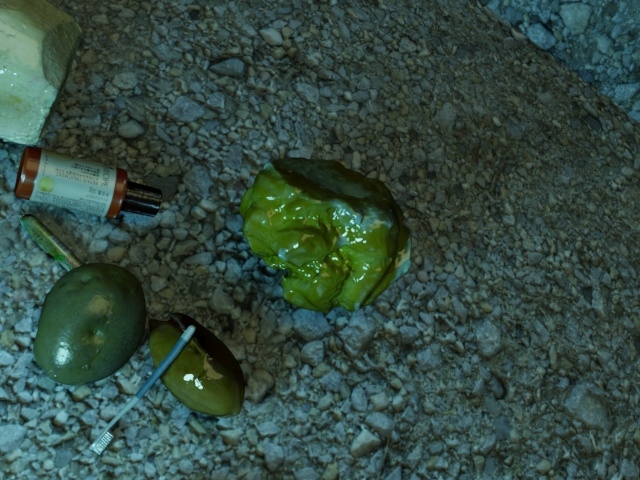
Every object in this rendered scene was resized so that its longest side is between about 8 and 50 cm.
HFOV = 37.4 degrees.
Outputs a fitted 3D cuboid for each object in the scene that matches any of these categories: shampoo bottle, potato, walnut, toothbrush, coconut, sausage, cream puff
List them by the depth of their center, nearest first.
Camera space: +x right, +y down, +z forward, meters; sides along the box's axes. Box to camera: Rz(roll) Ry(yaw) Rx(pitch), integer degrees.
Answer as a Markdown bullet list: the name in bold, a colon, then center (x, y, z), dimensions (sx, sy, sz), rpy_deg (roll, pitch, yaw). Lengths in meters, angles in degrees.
- **toothbrush**: center (-0.306, 0.261, 1.659), dimensions (0.025, 0.019, 0.276), rpy_deg (38, 77, 3)
- **potato**: center (-0.408, 0.149, 1.679), dimensions (0.178, 0.160, 0.235), rpy_deg (25, 60, 19)
- **walnut**: center (-0.231, 0.228, 1.738), dimensions (0.245, 0.137, 0.137), rpy_deg (46, 48, 8)
- **sausage**: center (-0.475, 0.040, 1.791), dimensions (0.269, 0.033, 0.033), rpy_deg (44, 48, 4)
- **coconut**: center (-0.613, -0.342, 1.813), dimensions (0.254, 0.297, 0.297), rpy_deg (19, 51, -17)
- **shampoo bottle**: center (-0.450, -0.104, 1.859), dimensions (0.278, 0.104, 0.104), rpy_deg (13, 53, -23)
- **cream puff**: center (0.000, 0.000, 1.967), dimensions (0.378, 0.275, 0.378), rpy_deg (16, 23, -7)
